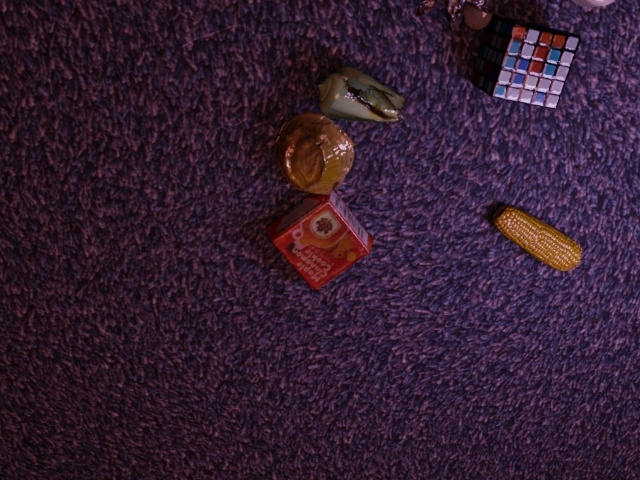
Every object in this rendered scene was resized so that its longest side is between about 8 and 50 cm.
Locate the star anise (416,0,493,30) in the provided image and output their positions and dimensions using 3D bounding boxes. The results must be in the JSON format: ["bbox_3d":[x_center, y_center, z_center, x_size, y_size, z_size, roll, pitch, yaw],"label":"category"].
[{"bbox_3d":[0.326,-0.637,1.456,0.235,0.109,0.223,-21,89,8],"label":"star anise"}]

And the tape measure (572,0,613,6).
[{"bbox_3d":[0.660,-0.717,1.468,0.264,0.130,0.258,24,108,-9],"label":"tape measure"}]

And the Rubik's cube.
[{"bbox_3d":[0.511,-0.454,1.543,0.181,0.184,0.187,10,112,-8],"label":"Rubik's cube"}]

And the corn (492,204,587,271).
[{"bbox_3d":[0.642,-0.005,1.803,0.305,0.106,0.106,28,109,-15],"label":"corn"}]

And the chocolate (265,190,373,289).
[{"bbox_3d":[0.000,0.000,1.754,0.234,0.108,0.237,-34,114,12],"label":"chocolate"}]

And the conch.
[{"bbox_3d":[0.113,-0.366,1.571,0.250,0.137,0.144,14,135,-6],"label":"conch"}]

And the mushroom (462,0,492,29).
[{"bbox_3d":[0.405,-0.578,1.546,0.079,0.085,0.085,-16,125,-45],"label":"mushroom"}]

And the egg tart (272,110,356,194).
[{"bbox_3d":[-0.028,-0.217,1.609,0.252,0.098,0.232,-17,109,36],"label":"egg tart"}]
